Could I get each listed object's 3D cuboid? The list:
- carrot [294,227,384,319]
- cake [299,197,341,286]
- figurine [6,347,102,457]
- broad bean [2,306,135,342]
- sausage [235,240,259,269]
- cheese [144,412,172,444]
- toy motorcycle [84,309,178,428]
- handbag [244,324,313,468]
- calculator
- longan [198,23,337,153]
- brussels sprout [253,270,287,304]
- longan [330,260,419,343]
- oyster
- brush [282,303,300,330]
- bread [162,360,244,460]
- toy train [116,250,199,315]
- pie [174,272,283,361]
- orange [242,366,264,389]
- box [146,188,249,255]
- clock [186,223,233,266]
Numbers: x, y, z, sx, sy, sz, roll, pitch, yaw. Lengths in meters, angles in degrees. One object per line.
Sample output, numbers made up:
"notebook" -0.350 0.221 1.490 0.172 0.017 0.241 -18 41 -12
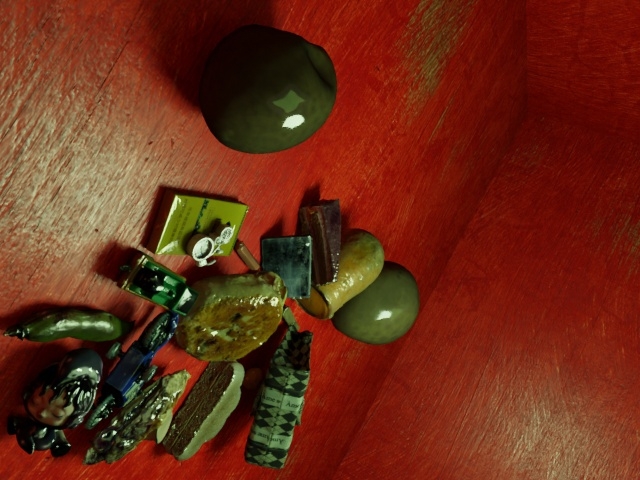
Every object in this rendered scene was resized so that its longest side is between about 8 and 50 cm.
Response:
"carrot" 0.068 0.109 1.908 0.340 0.224 0.224 -41 145 -31
"cake" 0.000 0.000 1.726 0.112 0.115 0.296 3 82 -44
"figurine" -0.544 0.334 1.134 0.222 0.145 0.145 -59 153 5
"broad bean" -0.512 0.179 1.133 0.077 0.061 0.339 -59 152 6
"sausage" -0.215 0.046 1.565 0.147 0.035 0.030 62 27 -55
"cheese" -0.451 0.495 1.507 0.092 0.047 0.171 -46 156 -72
"toy motorcycle" -0.446 0.301 1.275 0.315 0.113 0.169 -57 179 -14
"handbag" -0.133 0.531 1.875 0.317 0.180 0.416 -78 -176 -69
"calculator" -0.106 0.087 1.696 0.161 0.021 0.262 -2 127 -8
"longan" -0.108 -0.328 1.176 0.350 0.288 0.289 -32 139 -55
"brussels sprout" -0.178 0.177 1.631 0.151 0.149 0.122 -26 154 -28
"longan" 0.221 0.253 2.157 0.404 0.336 0.404 -26 172 -4
"oyster" -0.466 0.464 1.380 0.271 0.100 0.275 -47 178 14
"brush" -0.113 0.291 1.956 0.043 0.036 0.248 -50 157 -16
"bread" -0.346 0.532 1.680 0.337 0.102 0.183 -57 152 -12
"toy train" -0.372 0.103 1.232 0.091 0.136 0.228 -59 155 -10
"pie" -0.253 0.223 1.472 0.315 0.092 0.315 -13 130 -17
"orange" -0.235 0.480 1.860 0.083 0.070 0.083 -45 155 -28
"box" -0.299 -0.037 1.339 0.279 0.041 0.153 4 110 -61
"clock" -0.274 0.010 1.339 0.129 0.041 0.087 -35 139 -33
